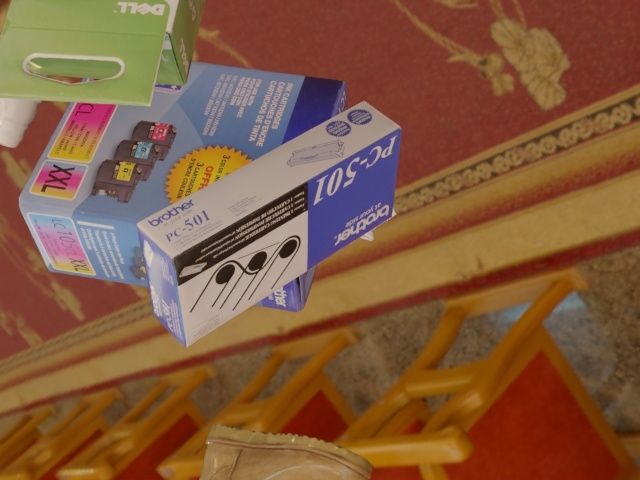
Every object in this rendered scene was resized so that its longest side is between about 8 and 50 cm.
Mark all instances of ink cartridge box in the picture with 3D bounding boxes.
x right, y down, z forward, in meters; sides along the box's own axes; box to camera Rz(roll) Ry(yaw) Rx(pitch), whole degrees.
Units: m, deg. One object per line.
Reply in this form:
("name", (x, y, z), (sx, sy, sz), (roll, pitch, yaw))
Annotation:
("ink cartridge box", (-0.032, -0.015, 0.662), (0.046, 0.207, 0.097), (40, 147, 31))
("ink cartridge box", (-0.138, -0.163, 0.600), (0.109, 0.209, 0.062), (5, 154, 4))
("ink cartridge box", (-0.123, -0.076, 1.111), (0.396, 0.269, 0.151), (10, 146, 8))

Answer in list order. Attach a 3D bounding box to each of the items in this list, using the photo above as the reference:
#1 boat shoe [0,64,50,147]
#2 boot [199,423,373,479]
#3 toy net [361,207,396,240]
("boat shoe", (-0.362, -0.145, 0.822), (0.258, 0.084, 0.095), (18, 179, 33))
("boot", (-0.072, 0.356, 1.006), (0.236, 0.269, 0.089), (-2, 150, 36))
("toy net", (0.000, 0.000, 1.279), (0.232, 0.045, 0.122), (-10, 138, 21))
